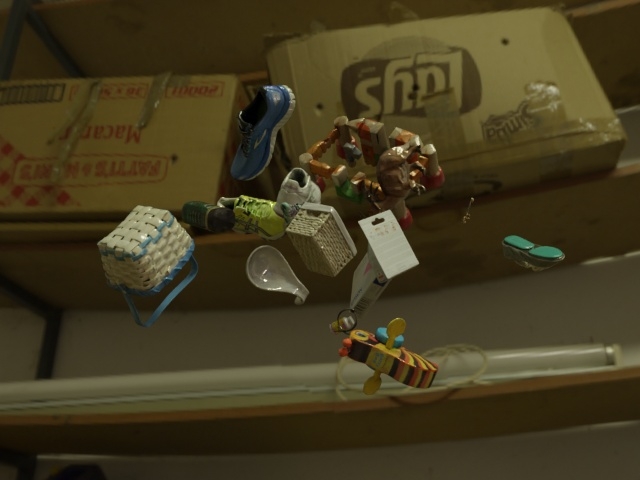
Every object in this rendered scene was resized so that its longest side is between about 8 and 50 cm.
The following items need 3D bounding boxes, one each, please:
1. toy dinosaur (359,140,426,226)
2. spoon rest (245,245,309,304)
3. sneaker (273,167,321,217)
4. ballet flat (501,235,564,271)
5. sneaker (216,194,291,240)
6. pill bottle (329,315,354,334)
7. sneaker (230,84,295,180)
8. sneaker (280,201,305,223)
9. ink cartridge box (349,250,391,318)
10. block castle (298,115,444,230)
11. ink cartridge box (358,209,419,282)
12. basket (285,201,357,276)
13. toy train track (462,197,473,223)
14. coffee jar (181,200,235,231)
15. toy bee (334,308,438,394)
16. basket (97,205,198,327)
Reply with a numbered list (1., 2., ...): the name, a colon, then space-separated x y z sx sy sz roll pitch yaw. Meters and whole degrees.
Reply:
1. toy dinosaur: 0.215 -0.194 2.045 0.200 0.296 0.127 -2 -22 18
2. spoon rest: -0.129 0.121 2.133 0.084 0.137 0.276 8 -25 49
3. sneaker: -0.055 -0.168 2.166 0.114 0.305 0.152 19 -69 8
4. ballet flat: 0.536 0.042 1.675 0.072 0.068 0.213 -17 19 -17
5. sneaker: -0.243 -0.092 2.474 0.384 0.145 0.147 0 -29 43
6. pill bottle: 0.076 0.299 2.359 0.083 0.043 0.043 -29 -35 14
7. sneaker: -0.211 -0.334 2.045 0.147 0.130 0.330 1 -57 -46
8. sneaker: -0.070 -0.088 1.797 0.069 0.038 0.098 -30 -17 -10
9. ink cartridge box: 0.215 0.078 2.551 0.071 0.330 0.324 22 -52 -11
10. block castle: 0.176 -0.232 2.341 0.453 0.303 0.213 24 -29 31
11. ink cartridge box: 0.181 0.016 1.872 0.145 0.179 0.045 -21 -11 -41
12. basket: 0.000 0.000 1.711 0.113 0.103 0.167 13 -38 43
13. toy train track: 0.424 -0.082 1.905 0.014 0.048 0.083 22 -59 15
14. coffee jar: -0.360 -0.077 2.150 0.096 0.079 0.184 -8 16 -43
15. toy bee: 0.122 0.276 1.602 0.298 0.195 0.162 3 3 34
16. basket: -0.460 0.062 1.839 0.201 0.255 0.289 8 -47 31
